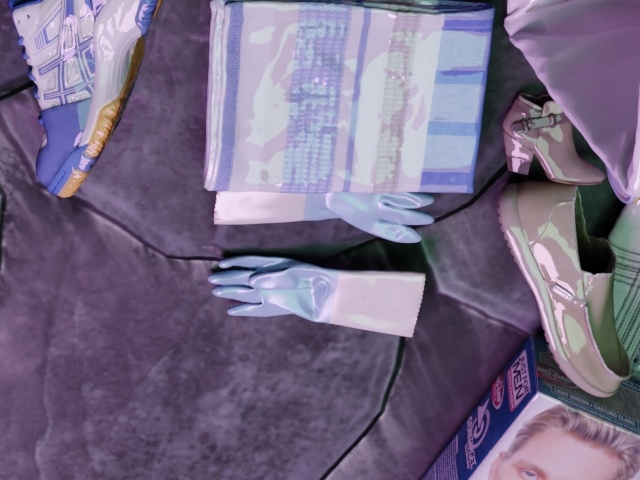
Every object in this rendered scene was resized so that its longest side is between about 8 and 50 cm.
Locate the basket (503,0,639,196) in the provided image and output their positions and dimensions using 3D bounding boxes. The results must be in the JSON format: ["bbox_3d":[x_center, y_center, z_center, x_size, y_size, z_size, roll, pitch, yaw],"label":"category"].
[{"bbox_3d":[0.337,-0.265,1.404,0.266,0.331,0.328,-10,127,-9],"label":"basket"}]

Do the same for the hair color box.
[{"bbox_3d":[0.230,0.288,1.864,0.174,0.105,0.347,23,123,-13],"label":"hair color box"}]

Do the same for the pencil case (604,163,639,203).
[{"bbox_3d":[0.419,-0.123,1.649,0.273,0.124,0.113,-16,122,-1],"label":"pencil case"}]

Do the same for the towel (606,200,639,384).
[{"bbox_3d":[0.445,0.073,1.794,0.312,0.056,0.324,19,118,-7],"label":"towel"}]

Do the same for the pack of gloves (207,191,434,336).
[{"bbox_3d":[0.000,0.000,1.695,0.232,0.046,0.195,7,122,-6],"label":"pack of gloves"}]

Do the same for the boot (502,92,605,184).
[{"bbox_3d":[0.246,-0.107,1.662,0.118,0.042,0.087,7,114,-8],"label":"boot"}]

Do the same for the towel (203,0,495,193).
[{"bbox_3d":[0.026,-0.140,1.572,0.285,0.034,0.209,1,114,-12],"label":"towel"}]

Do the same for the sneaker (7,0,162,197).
[{"bbox_3d":[-0.228,-0.181,1.479,0.131,0.112,0.296,20,117,-6],"label":"sneaker"}]

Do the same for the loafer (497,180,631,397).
[{"bbox_3d":[0.277,0.051,1.713,0.092,0.102,0.268,-19,114,25],"label":"loafer"}]
